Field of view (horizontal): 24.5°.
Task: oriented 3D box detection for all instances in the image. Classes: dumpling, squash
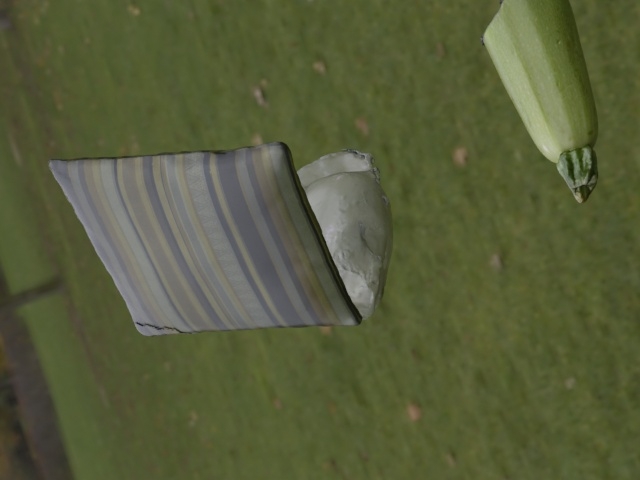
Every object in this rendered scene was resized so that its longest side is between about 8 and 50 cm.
[{"bbox_3d":[0.000,0.000,1.692,0.142,0.173,0.247,74,-166,-47],"label":"dumpling"},{"bbox_3d":[0.300,-0.191,1.937,0.137,0.137,0.287,-173,63,-75],"label":"squash"}]

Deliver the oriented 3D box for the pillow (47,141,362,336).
[{"bbox_3d":[-0.092,0.002,1.216,0.052,0.212,0.208,-71,-30,-43],"label":"pillow"}]
